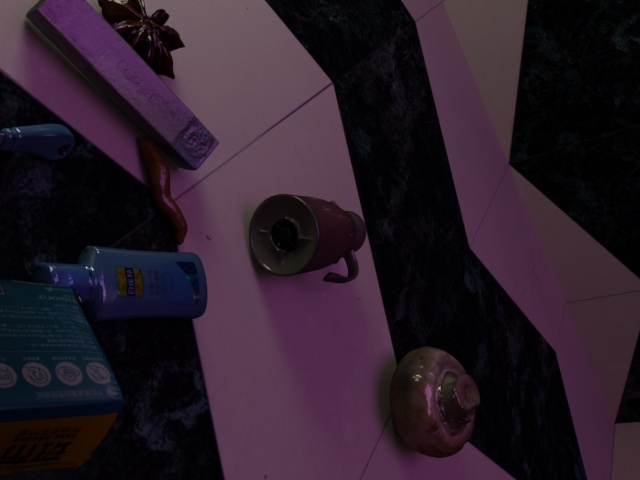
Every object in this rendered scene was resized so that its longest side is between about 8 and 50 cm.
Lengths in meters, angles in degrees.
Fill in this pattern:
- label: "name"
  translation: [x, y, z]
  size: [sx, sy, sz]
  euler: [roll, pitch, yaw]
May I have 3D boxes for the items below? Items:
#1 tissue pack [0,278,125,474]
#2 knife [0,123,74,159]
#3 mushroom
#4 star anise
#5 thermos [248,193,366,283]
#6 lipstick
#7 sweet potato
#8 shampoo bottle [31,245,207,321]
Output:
- label: "tissue pack"
  translation: [-0.358, 0.135, 0.635]
  size: [0.271, 0.134, 0.192]
  euler: [15, 31, -51]
- label: "knife"
  translation: [-0.407, -0.115, 0.777]
  size: [0.032, 0.058, 0.244]
  euler: [53, 31, 13]
- label: "mushroom"
  translation: [0.258, 0.353, 1.424]
  size: [0.255, 0.184, 0.255]
  euler: [30, 44, -33]
- label: "star anise"
  translation: [-0.287, -0.335, 1.032]
  size: [0.168, 0.057, 0.168]
  euler: [25, 58, -49]
- label: "thermos"
  translation: [0.000, 0.000, 1.234]
  size: [0.265, 0.146, 0.176]
  euler: [-1, 71, -61]
- label: "lipstick"
  translation: [-0.288, -0.236, 0.966]
  size: [0.066, 0.068, 0.317]
  euler: [-54, 125, -16]
- label: "sweet potato"
  translation: [-0.247, -0.078, 1.004]
  size: [0.044, 0.044, 0.179]
  euler: [-27, 98, -55]
- label: "shampoo bottle"
  translation: [-0.270, 0.062, 0.894]
  size: [0.258, 0.061, 0.104]
  euler: [6, 71, -53]
